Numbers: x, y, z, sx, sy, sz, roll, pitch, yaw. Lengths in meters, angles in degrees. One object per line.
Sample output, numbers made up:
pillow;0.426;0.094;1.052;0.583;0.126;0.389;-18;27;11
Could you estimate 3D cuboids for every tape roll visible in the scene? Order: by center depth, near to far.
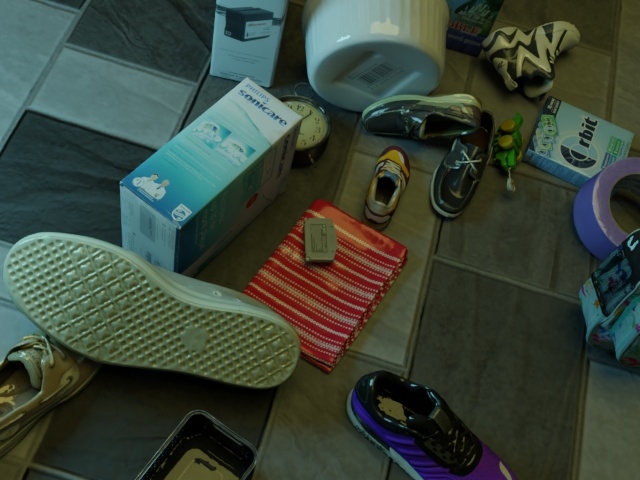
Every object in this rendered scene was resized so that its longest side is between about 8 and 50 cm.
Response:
tape roll;0.564;-0.050;1.595;0.188;0.080;0.189;3;74;-9

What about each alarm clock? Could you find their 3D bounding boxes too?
alarm clock;-0.044;-0.215;1.615;0.129;0.064;0.192;14;60;-2

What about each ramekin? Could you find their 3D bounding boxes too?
ramekin;0.101;-0.351;1.610;0.277;0.277;0.135;4;66;-8

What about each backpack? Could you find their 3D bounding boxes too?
backpack;0.548;0.106;1.423;0.225;0.253;0.191;6;62;-12

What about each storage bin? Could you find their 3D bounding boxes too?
storage bin;-0.183;0.347;1.233;0.122;0.084;0.180;33;59;10

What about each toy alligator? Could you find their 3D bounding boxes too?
toy alligator;0.351;-0.166;1.672;0.051;0.056;0.190;-9;51;34

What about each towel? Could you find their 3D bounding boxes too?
towel;0.006;0.065;1.473;0.198;0.031;0.275;31;59;10

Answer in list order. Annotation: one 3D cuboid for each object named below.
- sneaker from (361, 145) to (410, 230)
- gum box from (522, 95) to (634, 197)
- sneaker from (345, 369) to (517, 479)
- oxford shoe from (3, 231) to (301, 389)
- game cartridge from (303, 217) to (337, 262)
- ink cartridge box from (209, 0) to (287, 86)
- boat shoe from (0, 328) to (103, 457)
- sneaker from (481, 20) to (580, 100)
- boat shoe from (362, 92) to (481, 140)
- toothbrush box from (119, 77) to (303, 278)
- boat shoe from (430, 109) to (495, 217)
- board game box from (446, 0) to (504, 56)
sneaker;0.125;-0.109;1.570;0.069;0.084;0.186;17;58;-1
gum box;0.503;-0.182;1.713;0.184;0.041;0.157;25;59;4
sneaker;0.170;0.292;1.296;0.293;0.146;0.102;33;59;10
oxford shoe;-0.246;0.108;1.312;0.449;0.130;0.169;19;96;-12
game cartridge;0.000;0.000;1.485;0.055;0.017;0.083;0;59;-3
ink cartridge box;-0.117;-0.473;1.613;0.128;0.307;0.223;11;57;-5
boat shoe;-0.409;0.188;1.276;0.109;0.098;0.302;36;59;12
sneaker;0.450;-0.356;1.787;0.234;0.094;0.153;-9;75;-33
boat shoe;0.187;-0.222;1.626;0.223;0.080;0.074;-4;53;9
toothbrush box;-0.177;-0.088;1.422;0.126;0.216;0.295;36;58;11
boat shoe;0.266;-0.144;1.624;0.084;0.079;0.233;26;59;4
board game box;0.211;-0.528;1.705;0.318;0.318;0.066;16;58;0
